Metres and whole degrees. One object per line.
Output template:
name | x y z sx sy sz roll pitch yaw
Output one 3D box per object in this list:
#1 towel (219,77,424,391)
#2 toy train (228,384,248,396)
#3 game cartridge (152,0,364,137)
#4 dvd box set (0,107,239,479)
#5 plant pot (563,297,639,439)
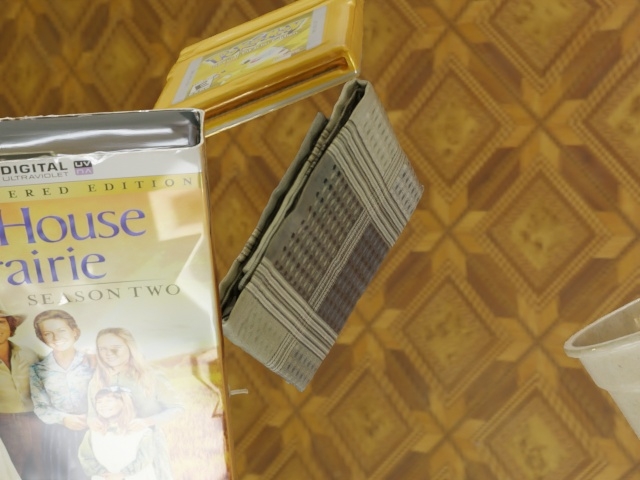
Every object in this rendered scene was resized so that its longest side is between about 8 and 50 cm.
towel | 0.000 0.000 1.342 0.056 0.324 0.312 27 79 22
toy train | -0.180 0.115 1.340 0.105 0.248 0.143 19 106 49
game cartridge | -0.080 -0.242 1.582 0.285 0.323 0.052 -20 116 13
dvd box set | -0.229 0.092 0.971 0.062 0.308 0.420 -99 6 -52
plant pot | 0.510 0.199 1.424 0.334 0.334 0.305 -27 86 38
